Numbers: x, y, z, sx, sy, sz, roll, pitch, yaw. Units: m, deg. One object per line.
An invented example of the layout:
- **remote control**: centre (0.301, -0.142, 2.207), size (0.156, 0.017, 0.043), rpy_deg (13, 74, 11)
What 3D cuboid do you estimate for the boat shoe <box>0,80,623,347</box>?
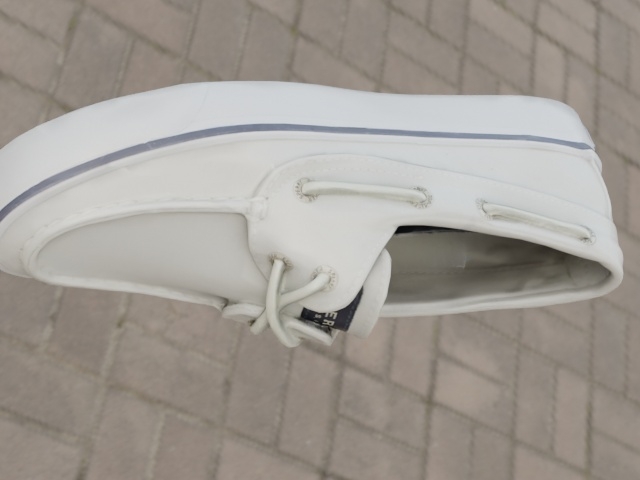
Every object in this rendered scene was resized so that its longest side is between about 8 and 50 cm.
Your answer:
- **boat shoe**: centre (0.000, 0.000, 0.491), size (0.267, 0.096, 0.088), rpy_deg (-1, 57, -25)
